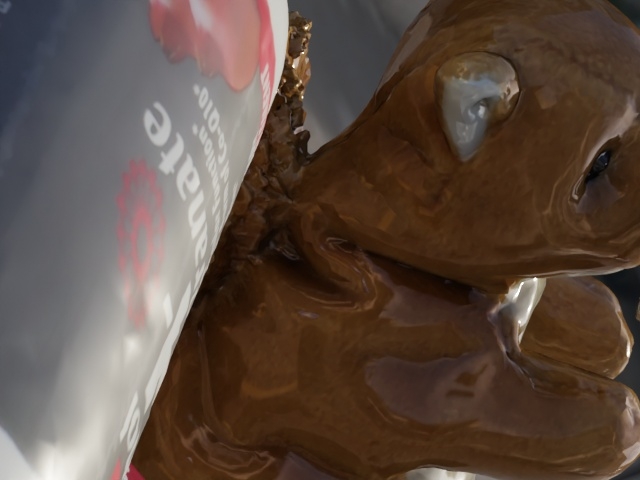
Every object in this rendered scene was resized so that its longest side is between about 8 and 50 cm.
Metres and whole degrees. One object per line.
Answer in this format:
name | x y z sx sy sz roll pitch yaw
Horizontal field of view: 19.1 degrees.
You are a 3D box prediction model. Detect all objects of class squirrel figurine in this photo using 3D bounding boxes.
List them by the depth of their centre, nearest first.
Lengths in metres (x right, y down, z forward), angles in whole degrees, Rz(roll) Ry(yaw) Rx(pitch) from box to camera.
squirrel figurine | 0.000 0.000 1.005 0.397 0.370 0.281 26 37 1

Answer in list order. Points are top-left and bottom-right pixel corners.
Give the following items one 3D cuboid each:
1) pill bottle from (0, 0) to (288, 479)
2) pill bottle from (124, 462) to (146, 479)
pill bottle | -0.127 0.021 0.472 0.176 0.176 0.318 59 33 -33
pill bottle | -0.128 0.101 0.796 0.152 0.086 0.086 53 16 -25
